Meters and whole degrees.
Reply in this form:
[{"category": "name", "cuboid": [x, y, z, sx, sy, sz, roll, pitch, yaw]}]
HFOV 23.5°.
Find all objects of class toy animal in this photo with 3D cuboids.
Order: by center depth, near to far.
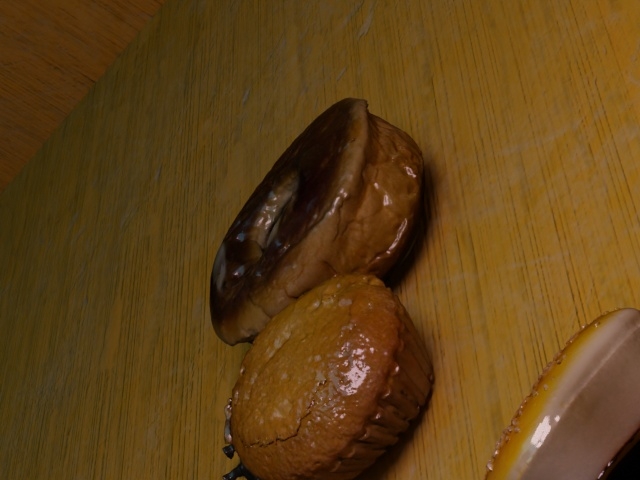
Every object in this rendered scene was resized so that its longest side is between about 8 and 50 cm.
[{"category": "toy animal", "cuboid": [-0.072, 0.257, 1.705, 0.065, 0.047, 0.135, -41, 23, 16]}]

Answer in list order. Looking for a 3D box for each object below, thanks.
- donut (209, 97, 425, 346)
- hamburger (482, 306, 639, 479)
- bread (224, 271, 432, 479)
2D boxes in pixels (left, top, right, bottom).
[{"category": "donut", "cuboid": [0.000, 0.000, 1.765, 0.330, 0.160, 0.330, -52, 14, 18]}, {"category": "hamburger", "cuboid": [0.200, 0.150, 1.170, 0.116, 0.173, 0.210, 29, 60, 31]}, {"category": "bread", "cuboid": [0.013, 0.149, 1.557, 0.240, 0.139, 0.240, -43, 29, 30]}]
